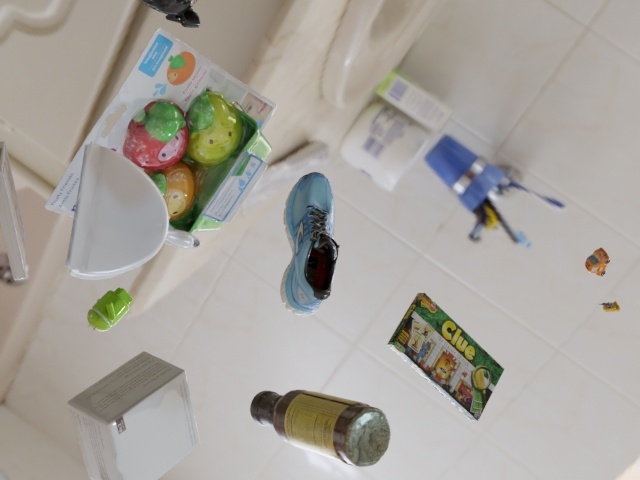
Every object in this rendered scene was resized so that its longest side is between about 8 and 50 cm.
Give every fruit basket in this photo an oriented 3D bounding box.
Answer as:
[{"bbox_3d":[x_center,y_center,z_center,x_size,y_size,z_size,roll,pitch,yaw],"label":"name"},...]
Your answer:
[{"bbox_3d":[-0.239,-0.142,1.390,0.327,0.165,0.353,-55,157,6],"label":"fruit basket"}]

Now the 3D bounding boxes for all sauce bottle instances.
[{"bbox_3d":[-0.013,0.334,1.557,0.344,0.111,0.111,0,-132,56],"label":"sauce bottle"}]

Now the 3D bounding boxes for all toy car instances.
[{"bbox_3d":[0.546,0.077,1.624,0.041,0.122,0.060,-9,152,-12],"label":"toy car"}]

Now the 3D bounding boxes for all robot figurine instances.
[{"bbox_3d":[-0.487,0.161,1.931,0.115,0.067,0.101,-47,-156,-20],"label":"robot figurine"}]

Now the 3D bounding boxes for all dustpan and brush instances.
[{"bbox_3d":[-0.206,-0.016,0.973,0.211,0.060,0.147,16,77,-46],"label":"dustpan and brush"}]

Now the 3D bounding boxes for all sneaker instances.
[{"bbox_3d":[0.000,0.000,0.924,0.073,0.063,0.162,-28,-123,59],"label":"sneaker"}]

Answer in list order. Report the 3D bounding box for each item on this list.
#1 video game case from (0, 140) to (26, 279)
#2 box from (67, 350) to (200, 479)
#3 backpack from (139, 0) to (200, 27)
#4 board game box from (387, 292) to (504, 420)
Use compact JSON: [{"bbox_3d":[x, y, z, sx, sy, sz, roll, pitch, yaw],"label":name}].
[{"bbox_3d":[-0.591,-0.064,1.591,0.285,0.025,0.204,-139,-139,-65],"label":"video game case"},{"bbox_3d":[-0.330,0.330,1.506,0.182,0.119,0.180,-33,128,-42],"label":"box"},{"bbox_3d":[-0.231,-0.463,1.087,0.213,0.277,0.263,-28,-133,51],"label":"backpack"},{"bbox_3d":[0.261,0.240,1.724,0.030,0.260,0.136,-19,-147,57],"label":"board game box"}]
